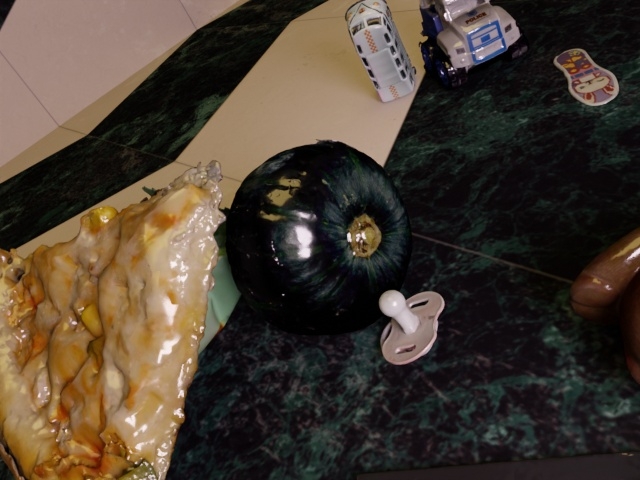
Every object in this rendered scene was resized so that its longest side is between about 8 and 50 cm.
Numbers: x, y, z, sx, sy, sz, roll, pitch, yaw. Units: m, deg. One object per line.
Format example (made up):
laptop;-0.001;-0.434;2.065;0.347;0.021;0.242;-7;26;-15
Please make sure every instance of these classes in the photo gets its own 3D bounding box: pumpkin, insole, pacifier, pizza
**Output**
pumpkin;0.000;0.000;0.691;0.163;0.233;0.233;3;45;46
insole;0.410;-0.257;0.925;0.065;0.004;0.197;-18;35;17
pacifier;0.088;0.085;0.649;0.082;0.078;0.099;-20;33;38
pizza;-0.269;0.144;0.670;0.435;0.080;0.391;-23;64;30

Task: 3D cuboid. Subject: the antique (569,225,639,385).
antique;0.357;0.029;0.485;0.257;0.121;0.143;-29;41;2

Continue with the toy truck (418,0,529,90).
toy truck;0.253;-0.391;1.066;0.161;0.177;0.213;-25;33;5

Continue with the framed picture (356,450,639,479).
framed picture;0.167;0.266;0.408;0.339;0.014;0.255;-14;36;22

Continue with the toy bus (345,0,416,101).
toy bus;0.113;-0.348;1.107;0.087;0.194;0.089;-16;49;19

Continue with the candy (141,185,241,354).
candy;-0.231;0.125;0.770;0.263;0.172;0.397;4;58;46
